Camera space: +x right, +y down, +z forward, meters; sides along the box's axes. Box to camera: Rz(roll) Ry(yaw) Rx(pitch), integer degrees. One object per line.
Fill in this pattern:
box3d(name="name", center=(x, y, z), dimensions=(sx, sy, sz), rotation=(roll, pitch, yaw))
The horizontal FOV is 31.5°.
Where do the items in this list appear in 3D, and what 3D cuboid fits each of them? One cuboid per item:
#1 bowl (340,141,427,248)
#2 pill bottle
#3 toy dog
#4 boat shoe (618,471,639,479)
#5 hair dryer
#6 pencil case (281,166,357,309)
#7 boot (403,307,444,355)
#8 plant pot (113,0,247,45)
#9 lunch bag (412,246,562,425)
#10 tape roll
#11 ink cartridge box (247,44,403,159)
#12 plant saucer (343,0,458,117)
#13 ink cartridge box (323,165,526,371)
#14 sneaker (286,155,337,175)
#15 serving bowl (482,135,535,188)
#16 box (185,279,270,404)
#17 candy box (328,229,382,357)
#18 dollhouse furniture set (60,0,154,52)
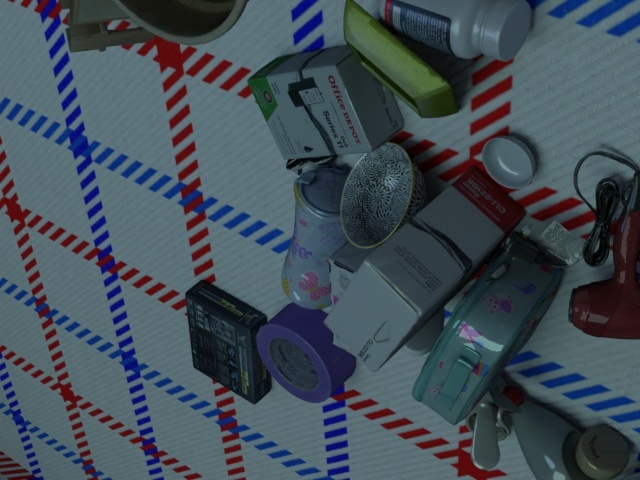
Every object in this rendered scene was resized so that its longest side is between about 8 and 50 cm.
box3d(name="bowl", center=(0.114, -0.062, 1.770), dimensions=(0.170, 0.080, 0.170), rotation=(-24, 58, 47))
box3d(name="pill bottle", center=(0.177, -0.298, 1.484), dimensions=(0.180, 0.108, 0.108), rotation=(26, 139, 30))
box3d(name="toy dog", center=(0.326, 0.334, 1.853), dimensions=(0.334, 0.161, 0.220), rotation=(22, 136, 33))
box3d(name="boat shoe", center=(0.528, 0.404, 1.706), dimensions=(0.099, 0.116, 0.319), rotation=(47, 128, -12))
box3d(name="hair dryer", center=(0.410, 0.041, 1.543), dimensions=(0.293, 0.080, 0.223), rotation=(40, 129, -4))
box3d(name="pencil case", center=(0.000, 0.000, 1.941), dimensions=(0.124, 0.113, 0.273), rotation=(15, 139, 5))
box3d(name="boot", center=(0.167, 0.126, 1.831), dimensions=(0.069, 0.190, 0.086), rotation=(12, 139, 8))
box3d(name="plant pot", center=(-0.120, -0.472, 1.477), dimensions=(0.334, 0.305, 0.334), rotation=(29, 140, 27))
box3d(name="lunch bag", center=(0.245, 0.141, 1.709), dimensions=(0.108, 0.224, 0.279), rotation=(36, 143, 15))
box3d(name="tape roll", center=(-0.029, 0.218, 2.206), dimensions=(0.189, 0.080, 0.189), rotation=(29, 141, 28))
box3d(name="ink cartridge box", center=(0.007, -0.214, 1.764), dimensions=(0.208, 0.087, 0.153), rotation=(-1, 121, 47))
box3d(name="plant saucer", center=(0.104, -0.239, 1.579), dimensions=(0.188, 0.045, 0.188), rotation=(43, -176, 11))
box3d(name="ink cartridge box", center=(0.152, 0.043, 1.680), dimensions=(0.114, 0.273, 0.197), rotation=(43, 144, 9))
box3d(name="sneaker", center=(-0.007, -0.133, 1.905), dimensions=(0.109, 0.040, 0.044), rotation=(-12, 143, 45))
box3d(name="serving bowl", center=(0.272, -0.115, 1.616), dimensions=(0.083, 0.027, 0.083), rotation=(29, 140, 28))
box3d(name="box", center=(-0.194, 0.216, 2.402), dimensions=(0.183, 0.059, 0.232), rotation=(27, 138, 29))
box3d(name="candy box", center=(0.092, 0.072, 1.865), dimensions=(0.070, 0.165, 0.196), rotation=(27, 138, 30))
box3d(name="dollhouse furniture set", center=(-0.364, -0.544, 1.910), dimensions=(0.303, 0.174, 0.355), rotation=(129, 129, -67))
